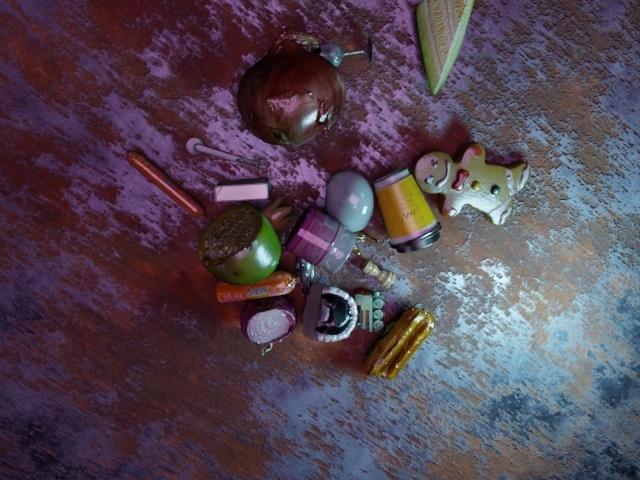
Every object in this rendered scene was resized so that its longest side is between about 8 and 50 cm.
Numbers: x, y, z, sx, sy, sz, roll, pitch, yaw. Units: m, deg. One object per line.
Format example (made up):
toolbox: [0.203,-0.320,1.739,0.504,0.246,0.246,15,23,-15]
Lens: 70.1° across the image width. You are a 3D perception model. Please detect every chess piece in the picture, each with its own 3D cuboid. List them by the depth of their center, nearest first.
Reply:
chess piece: [0.216,0.126,1.724,0.122,0.066,0.066,31,103,-6]

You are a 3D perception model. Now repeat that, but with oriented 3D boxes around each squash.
squash: [0.434,-0.650,1.473,0.203,0.111,0.288,-8,106,35]

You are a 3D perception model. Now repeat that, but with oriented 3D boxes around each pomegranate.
pomegranate: [-0.229,0.011,1.561,0.358,0.310,0.216,-35,124,-12]

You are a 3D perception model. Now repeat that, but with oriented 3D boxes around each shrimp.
shrimp: [-0.109,0.068,1.684,0.178,0.075,0.289,0,107,3]

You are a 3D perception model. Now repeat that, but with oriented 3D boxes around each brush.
brush: [-0.336,-0.296,1.590,0.266,0.027,0.062,16,105,-12]

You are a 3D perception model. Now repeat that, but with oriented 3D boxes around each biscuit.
biscuit: [0.527,-0.201,1.616,0.432,0.064,0.283,16,106,-15]

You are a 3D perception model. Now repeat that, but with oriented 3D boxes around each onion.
onion: [-0.086,-0.429,1.392,0.354,0.353,0.353,-1,107,-3]
onion: [-0.194,0.282,1.686,0.207,0.200,0.200,-38,105,4]

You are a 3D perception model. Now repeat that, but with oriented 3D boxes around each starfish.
starfish: [0.103,-0.023,1.675,0.213,0.057,0.238,-42,105,1]

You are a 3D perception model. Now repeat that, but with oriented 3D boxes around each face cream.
face cream: [0.000,0.000,1.569,0.195,0.175,0.175,31,102,-8]

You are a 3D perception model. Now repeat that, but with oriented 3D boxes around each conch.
conch: [0.098,-0.134,1.603,0.185,0.121,0.221,-17,97,27]

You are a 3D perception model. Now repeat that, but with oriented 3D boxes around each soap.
soap: [-0.268,-0.176,1.576,0.183,0.121,0.063,-4,106,-1]

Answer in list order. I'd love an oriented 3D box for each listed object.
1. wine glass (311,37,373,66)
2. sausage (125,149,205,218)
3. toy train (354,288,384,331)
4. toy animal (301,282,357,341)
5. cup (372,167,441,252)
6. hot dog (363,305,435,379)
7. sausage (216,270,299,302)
wine glass: [0.069,-0.609,1.487,0.195,0.079,0.079,-8,107,-2]
sausage: [-0.537,-0.194,1.591,0.348,0.053,0.053,42,100,-13]
toy train: [0.189,0.272,1.763,0.118,0.074,0.176,1,111,7]
toy animal: [0.032,0.271,1.691,0.156,0.204,0.208,15,80,-24]
cup: [0.295,-0.103,1.602,0.196,0.196,0.279,-25,98,4]
hot dog: [0.300,0.395,1.778,0.158,0.117,0.349,25,107,-30]
sausage: [-0.222,0.165,1.651,0.312,0.093,0.093,-9,108,17]
